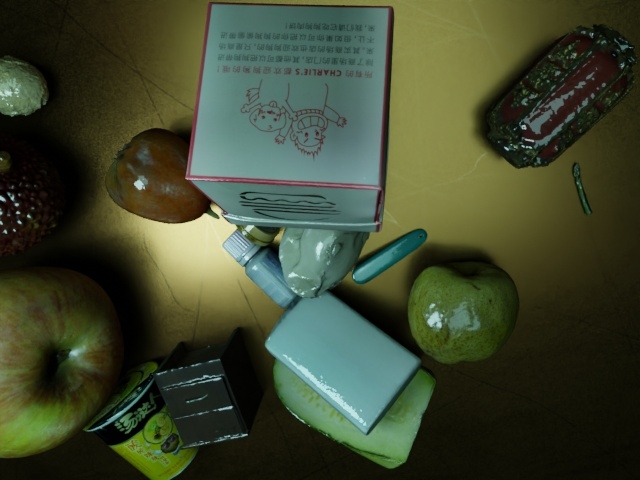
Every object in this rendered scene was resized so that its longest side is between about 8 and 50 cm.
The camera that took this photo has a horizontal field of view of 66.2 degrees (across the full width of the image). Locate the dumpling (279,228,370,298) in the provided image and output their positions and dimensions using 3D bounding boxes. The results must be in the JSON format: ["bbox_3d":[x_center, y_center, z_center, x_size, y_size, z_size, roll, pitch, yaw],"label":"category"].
[{"bbox_3d":[0.000,0.000,1.055,0.172,0.142,0.247,34,87,23],"label":"dumpling"}]

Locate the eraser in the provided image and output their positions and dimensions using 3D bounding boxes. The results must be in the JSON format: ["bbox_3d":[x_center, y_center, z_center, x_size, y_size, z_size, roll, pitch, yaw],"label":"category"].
[{"bbox_3d":[0.043,0.241,1.040,0.290,0.104,0.189,35,67,24],"label":"eraser"}]

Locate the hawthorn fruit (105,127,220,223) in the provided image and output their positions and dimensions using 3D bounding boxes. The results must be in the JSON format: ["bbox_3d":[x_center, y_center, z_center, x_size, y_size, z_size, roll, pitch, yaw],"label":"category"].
[{"bbox_3d":[-0.312,-0.116,1.034,0.251,0.199,0.199,32,107,-29],"label":"hawthorn fruit"}]

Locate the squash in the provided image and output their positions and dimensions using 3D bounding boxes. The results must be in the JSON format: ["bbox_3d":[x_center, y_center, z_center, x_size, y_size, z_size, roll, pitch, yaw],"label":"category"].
[{"bbox_3d":[0.054,0.318,1.089,0.308,0.210,0.234,31,71,-7],"label":"squash"}]

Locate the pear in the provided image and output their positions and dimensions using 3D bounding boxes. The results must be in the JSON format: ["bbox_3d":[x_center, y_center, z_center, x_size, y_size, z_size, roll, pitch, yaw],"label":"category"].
[{"bbox_3d":[0.297,0.155,1.028,0.228,0.188,0.212,2,102,3],"label":"pear"}]

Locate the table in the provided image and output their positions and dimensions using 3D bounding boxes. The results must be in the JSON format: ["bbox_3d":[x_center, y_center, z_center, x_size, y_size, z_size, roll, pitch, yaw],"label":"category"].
[{"bbox_3d":[-0.256,0.343,1.145,0.168,0.172,0.193,-14,103,10],"label":"table"}]

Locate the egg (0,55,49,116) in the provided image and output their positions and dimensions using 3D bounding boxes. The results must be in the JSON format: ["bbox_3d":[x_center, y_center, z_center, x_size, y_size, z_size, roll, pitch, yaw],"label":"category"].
[{"bbox_3d":[-0.655,-0.328,1.044,0.139,0.118,0.116,8,149,-5],"label":"egg"}]

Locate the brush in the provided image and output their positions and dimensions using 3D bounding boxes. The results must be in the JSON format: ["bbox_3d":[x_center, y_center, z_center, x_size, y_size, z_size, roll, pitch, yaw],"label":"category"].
[{"bbox_3d":[0.153,0.034,1.098,0.193,0.032,0.043,-34,95,1],"label":"brush"}]

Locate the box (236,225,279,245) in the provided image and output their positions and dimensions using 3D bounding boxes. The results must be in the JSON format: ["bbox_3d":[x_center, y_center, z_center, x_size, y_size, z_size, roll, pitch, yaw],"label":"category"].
[{"bbox_3d":[-0.138,-0.038,1.065,0.105,0.105,0.037,43,115,-6],"label":"box"}]

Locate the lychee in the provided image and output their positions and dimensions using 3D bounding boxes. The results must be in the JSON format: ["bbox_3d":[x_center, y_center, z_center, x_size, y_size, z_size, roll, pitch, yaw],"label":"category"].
[{"bbox_3d":[-0.688,-0.098,1.032,0.276,0.276,0.304,47,130,-7],"label":"lychee"}]

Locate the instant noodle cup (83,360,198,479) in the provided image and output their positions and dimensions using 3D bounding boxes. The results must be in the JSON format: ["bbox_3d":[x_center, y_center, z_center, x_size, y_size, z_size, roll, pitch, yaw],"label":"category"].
[{"bbox_3d":[-0.419,0.448,1.187,0.215,0.216,0.236,-27,108,12],"label":"instant noodle cup"}]

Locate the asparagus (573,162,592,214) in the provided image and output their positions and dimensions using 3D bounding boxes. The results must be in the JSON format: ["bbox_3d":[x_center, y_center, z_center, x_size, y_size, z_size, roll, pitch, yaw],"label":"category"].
[{"bbox_3d":[0.546,-0.107,1.023,0.015,0.014,0.115,-21,102,10],"label":"asparagus"}]

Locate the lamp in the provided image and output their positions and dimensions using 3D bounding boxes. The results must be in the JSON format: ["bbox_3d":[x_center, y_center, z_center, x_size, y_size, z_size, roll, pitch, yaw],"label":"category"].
[{"bbox_3d":[0.440,-0.263,0.917,0.177,0.177,0.274,41,105,-5],"label":"lamp"}]

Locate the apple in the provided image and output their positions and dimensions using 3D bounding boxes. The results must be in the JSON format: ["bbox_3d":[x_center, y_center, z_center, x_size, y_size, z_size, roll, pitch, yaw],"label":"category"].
[{"bbox_3d":[-0.637,0.251,1.052,0.333,0.400,0.401,-3,106,30],"label":"apple"}]

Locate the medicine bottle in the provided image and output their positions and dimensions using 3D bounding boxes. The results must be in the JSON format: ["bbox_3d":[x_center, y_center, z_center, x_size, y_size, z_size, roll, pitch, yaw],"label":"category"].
[{"bbox_3d":[-0.127,0.058,1.101,0.083,0.083,0.203,-43,98,14],"label":"medicine bottle"}]

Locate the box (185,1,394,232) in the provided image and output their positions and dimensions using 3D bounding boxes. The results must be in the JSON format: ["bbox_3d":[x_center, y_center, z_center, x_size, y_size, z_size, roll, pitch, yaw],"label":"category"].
[{"bbox_3d":[-0.033,-0.196,0.866,0.313,0.300,0.313,4,79,5],"label":"box"}]
